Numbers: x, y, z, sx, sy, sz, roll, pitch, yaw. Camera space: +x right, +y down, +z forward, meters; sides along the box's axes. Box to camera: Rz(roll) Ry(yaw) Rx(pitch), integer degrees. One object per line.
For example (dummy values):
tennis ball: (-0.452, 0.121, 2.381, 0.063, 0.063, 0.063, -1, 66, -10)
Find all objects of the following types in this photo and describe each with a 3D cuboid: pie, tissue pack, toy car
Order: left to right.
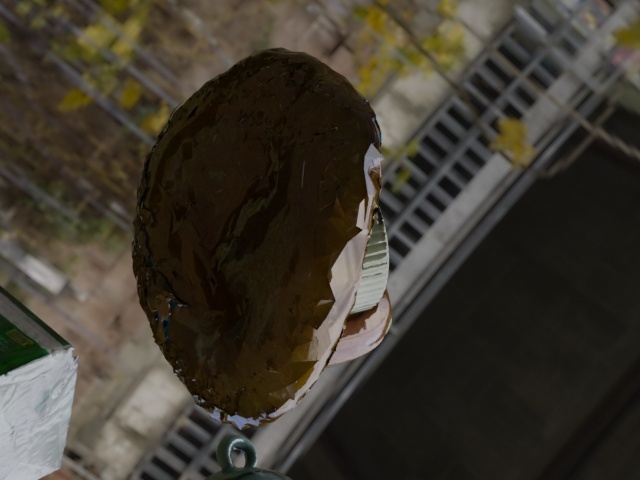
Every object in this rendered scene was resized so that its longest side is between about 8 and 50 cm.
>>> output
tissue pack: (-0.330, 0.109, 1.360, 0.156, 0.209, 0.148, -25, 142, -43)
pie: (-0.050, -0.003, 1.153, 0.273, 0.069, 0.273, -18, -115, 46)
toy car: (0.000, 0.000, 1.633, 0.145, 0.235, 0.235, -12, -173, -26)

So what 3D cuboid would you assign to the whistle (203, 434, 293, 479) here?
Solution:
whistle: (-0.063, 0.324, 1.561, 0.163, 0.163, 0.289, -29, -118, 42)
